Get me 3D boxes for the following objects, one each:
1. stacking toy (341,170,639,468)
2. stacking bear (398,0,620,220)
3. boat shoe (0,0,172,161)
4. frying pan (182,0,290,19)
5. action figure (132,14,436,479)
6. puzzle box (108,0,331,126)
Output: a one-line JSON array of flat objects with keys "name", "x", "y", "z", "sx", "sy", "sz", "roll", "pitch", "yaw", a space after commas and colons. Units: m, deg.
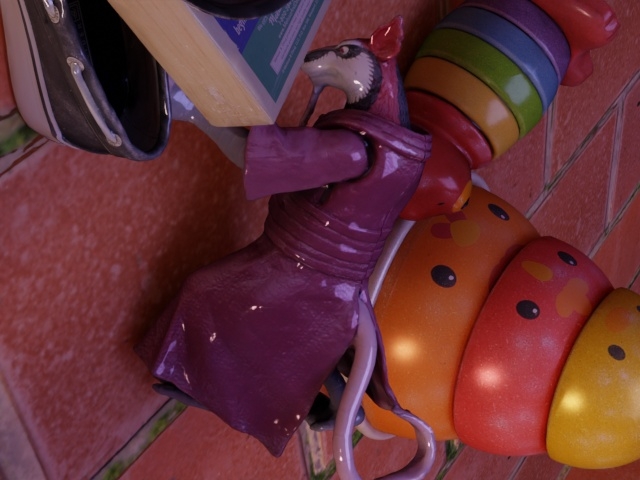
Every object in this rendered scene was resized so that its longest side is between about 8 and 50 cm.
[{"name": "stacking toy", "x": 0.292, "y": 0.139, "z": 1.121, "sx": 0.351, "sy": 0.480, "sz": 0.350, "roll": -38, "pitch": 138, "yaw": -45}, {"name": "stacking bear", "x": 0.158, "y": -0.143, "z": 1.057, "sx": 0.289, "sy": 0.164, "sz": 0.175, "roll": -52, "pitch": 171, "yaw": -11}, {"name": "boat shoe", "x": -0.141, "y": -0.181, "z": 0.574, "sx": 0.108, "sy": 0.102, "sz": 0.301, "roll": -39, "pitch": 139, "yaw": -43}, {"name": "frying pan", "x": -0.083, "y": -0.249, "z": 0.433, "sx": 0.326, "sy": 0.053, "sz": 0.197, "roll": 59, "pitch": 47, "yaw": -37}, {"name": "action figure", "x": 0.000, "y": 0.000, "z": 0.782, "sx": 0.248, "sy": 0.276, "sz": 0.370, "roll": -7, "pitch": 127, "yaw": -52}, {"name": "puzzle box", "x": -0.041, "y": -0.308, "z": 0.586, "sx": 0.272, "sy": 0.052, "sz": 0.408, "roll": 52, "pitch": 50, "yaw": -44}]
